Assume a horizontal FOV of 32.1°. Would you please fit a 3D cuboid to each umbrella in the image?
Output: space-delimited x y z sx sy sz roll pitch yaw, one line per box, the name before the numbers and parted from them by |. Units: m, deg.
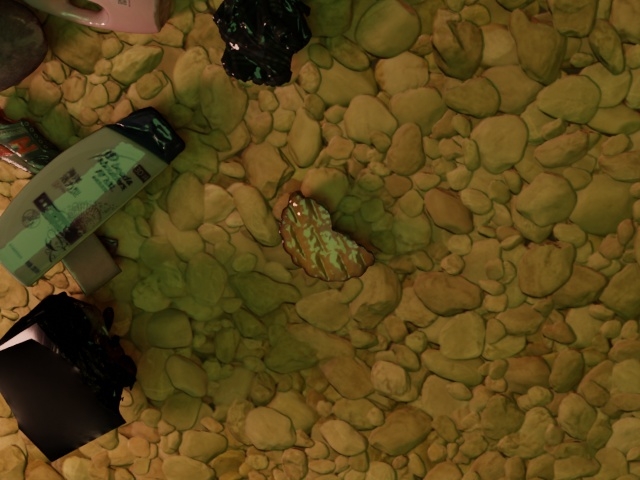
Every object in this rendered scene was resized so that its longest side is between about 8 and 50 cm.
umbrella | -0.060 -0.401 1.721 0.154 0.128 0.337 24 108 -1

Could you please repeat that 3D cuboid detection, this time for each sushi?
sushi | -0.440 0.217 1.952 0.215 0.212 0.227 -30 107 31

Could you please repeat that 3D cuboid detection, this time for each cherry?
cherry | -0.534 -0.324 1.800 0.176 0.140 0.176 -15 140 -13

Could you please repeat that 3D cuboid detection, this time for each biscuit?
biscuit | 0.000 0.000 1.889 0.183 0.061 0.118 44 111 -6

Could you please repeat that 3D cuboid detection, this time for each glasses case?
glasses case | -0.424 -0.008 1.951 0.102 0.070 0.194 -36 100 -10

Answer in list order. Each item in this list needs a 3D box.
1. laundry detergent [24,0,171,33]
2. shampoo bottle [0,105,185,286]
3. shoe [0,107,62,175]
laundry detergent | -0.407 -0.425 1.779 0.335 0.088 0.159 11 121 6
shampoo bottle | -0.397 -0.087 1.856 0.359 0.078 0.134 -41 100 3
shoe | -0.497 -0.165 1.896 0.194 0.074 0.077 23 106 2
